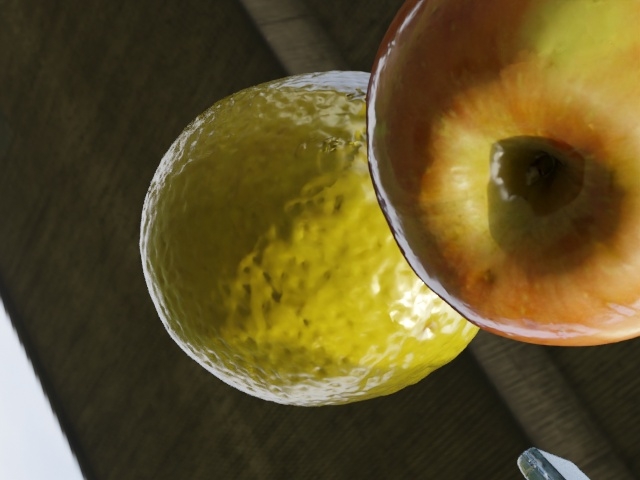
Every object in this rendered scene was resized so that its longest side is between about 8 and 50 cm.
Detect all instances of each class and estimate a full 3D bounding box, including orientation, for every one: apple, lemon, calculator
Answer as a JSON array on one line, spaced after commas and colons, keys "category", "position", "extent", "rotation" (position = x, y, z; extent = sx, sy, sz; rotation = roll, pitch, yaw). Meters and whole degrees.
[{"category": "apple", "position": [0.095, -0.046, 0.376], "extent": [0.163, 0.139, 0.164], "rotation": [12, -61, 22]}, {"category": "lemon", "position": [-0.001, -0.001, 0.732], "extent": [0.267, 0.267, 0.268], "rotation": [15, -69, 45]}, {"category": "calculator", "position": [0.355, 0.354, 1.421], "extent": [0.039, 0.210, 0.121], "rotation": [-49, -126, 9]}]
